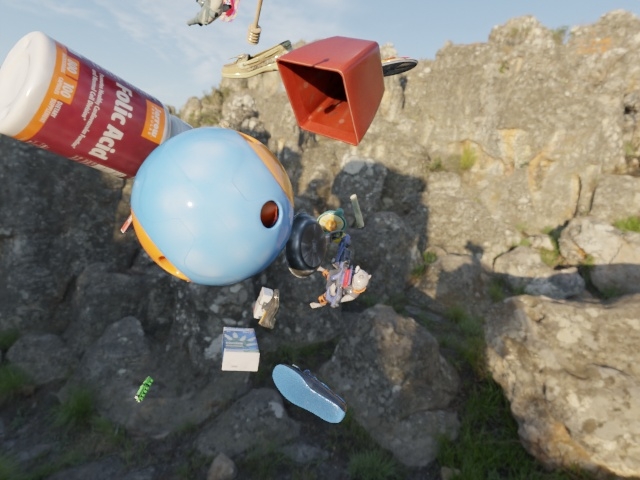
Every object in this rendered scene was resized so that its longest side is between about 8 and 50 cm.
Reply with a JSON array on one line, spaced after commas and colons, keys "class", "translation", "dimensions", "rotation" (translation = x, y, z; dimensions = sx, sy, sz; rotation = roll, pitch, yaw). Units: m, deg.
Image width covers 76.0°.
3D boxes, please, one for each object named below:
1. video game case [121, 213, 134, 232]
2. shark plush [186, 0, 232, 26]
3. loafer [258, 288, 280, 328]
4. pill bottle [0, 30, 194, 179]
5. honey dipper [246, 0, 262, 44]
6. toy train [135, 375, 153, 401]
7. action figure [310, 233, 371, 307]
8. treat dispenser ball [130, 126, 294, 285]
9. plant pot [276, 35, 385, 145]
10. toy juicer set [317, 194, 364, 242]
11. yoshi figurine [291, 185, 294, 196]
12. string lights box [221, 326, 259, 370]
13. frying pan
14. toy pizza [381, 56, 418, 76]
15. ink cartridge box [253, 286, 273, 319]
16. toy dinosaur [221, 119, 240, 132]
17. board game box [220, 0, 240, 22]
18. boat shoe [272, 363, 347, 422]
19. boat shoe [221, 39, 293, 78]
[{"class": "video game case", "translation": [-0.736, -0.140, 1.794], "dimensions": [0.285, 0.025, 0.204], "rotation": [-37, -2, 40]}, {"class": "shark plush", "translation": [-0.304, -0.621, 1.097], "dimensions": [0.161, 0.067, 0.073], "rotation": [3, 45, 50]}, {"class": "loafer", "translation": [-0.203, 0.275, 1.653], "dimensions": [0.062, 0.169, 0.062], "rotation": [12, 9, -12]}, {"class": "pill bottle", "translation": [-0.505, -0.276, 0.968], "dimensions": [0.224, 0.223, 0.392], "rotation": [14, -5, 36]}, {"class": "honey dipper", "translation": [-0.134, -0.499, 0.888], "dimensions": [0.031, 0.030, 0.160], "rotation": [2, -24, -20]}, {"class": "toy train", "translation": [-0.505, 0.424, 1.172], "dimensions": [0.017, 0.023, 0.083], "rotation": [-31, 21, 18]}, {"class": "action figure", "translation": [0.098, 0.159, 1.833], "dimensions": [0.179, 0.341, 0.330], "rotation": [30, -24, -30]}, {"class": "treat dispenser ball", "translation": [-0.191, -0.061, 0.754], "dimensions": [0.289, 0.287, 0.288], "rotation": [6, 11, -1]}, {"class": "plant pot", "translation": [0.062, -0.510, 1.328], "dimensions": [0.268, 0.267, 0.235], "rotation": [26, 64, 33]}, {"class": "toy juicer set", "translation": [0.073, -0.059, 1.867], "dimensions": [0.329, 0.209, 0.089], "rotation": [-24, 37, 29]}, {"class": "yoshi figurine", "translation": [-0.268, -0.138, 1.841], "dimensions": [0.203, 0.203, 0.362], "rotation": [30, 54, -6]}, {"class": "string lights box", "translation": [-0.328, 0.434, 1.654], "dimensions": [0.134, 0.076, 0.260], "rotation": [7, 8, -15]}, {"class": "frying pan", "translation": [-0.005, 0.028, 1.282], "dimensions": [0.053, 0.197, 0.326], "rotation": [0, -12, 34]}, {"class": "toy pizza", "translation": [0.269, -0.665, 1.558], "dimensions": [0.202, 0.032, 0.201], "rotation": [-9, 8, 1]}, {"class": "ink cartridge box", "translation": [-0.290, 0.319, 2.079], "dimensions": [0.056, 0.135, 0.099], "rotation": [20, 13, -17]}, {"class": "toy dinosaur", "translation": [-0.264, -0.270, 1.373], "dimensions": [0.118, 0.268, 0.064], "rotation": [-35, 41, 5]}, {"class": "board game box", "translation": [-0.399, -1.006, 1.747], "dimensions": [0.033, 0.133, 0.169], "rotation": [6, 23, -43]}, {"class": "boat shoe", "translation": [-0.036, 0.480, 1.289], "dimensions": [0.258, 0.109, 0.089], "rotation": [35, 11, 17]}, {"class": "boat shoe", "translation": [-0.237, -0.672, 1.523], "dimensions": [0.286, 0.089, 0.104], "rotation": [-12, 38, 2]}]
